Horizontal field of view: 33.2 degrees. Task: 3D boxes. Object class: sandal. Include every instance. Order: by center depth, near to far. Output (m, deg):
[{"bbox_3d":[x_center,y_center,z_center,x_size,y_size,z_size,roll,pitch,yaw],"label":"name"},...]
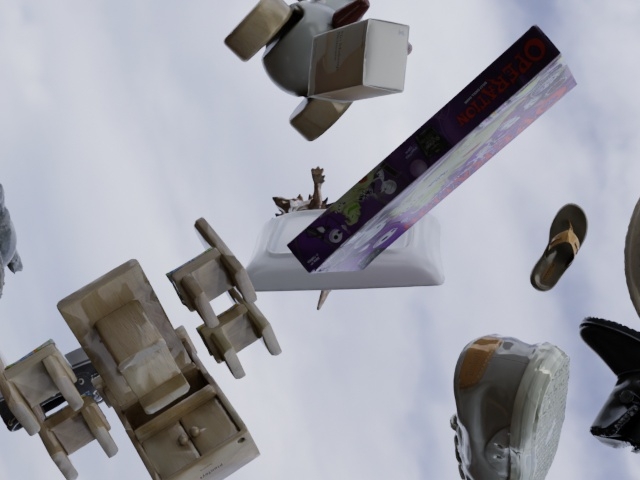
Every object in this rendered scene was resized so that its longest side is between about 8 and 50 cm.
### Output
[{"bbox_3d":[0.456,0.017,2.032,0.072,0.180,0.049,27,2,-2],"label":"sandal"}]

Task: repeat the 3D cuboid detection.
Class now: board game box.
[{"bbox_3d":[0.132,-0.089,1.200,0.056,0.347,0.208,50,14,8],"label":"board game box"}]

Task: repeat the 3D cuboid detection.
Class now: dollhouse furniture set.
[{"bbox_3d":[-0.163,0.103,0.967,0.161,0.212,0.242,48,-16,42],"label":"dollhouse furniture set"}]

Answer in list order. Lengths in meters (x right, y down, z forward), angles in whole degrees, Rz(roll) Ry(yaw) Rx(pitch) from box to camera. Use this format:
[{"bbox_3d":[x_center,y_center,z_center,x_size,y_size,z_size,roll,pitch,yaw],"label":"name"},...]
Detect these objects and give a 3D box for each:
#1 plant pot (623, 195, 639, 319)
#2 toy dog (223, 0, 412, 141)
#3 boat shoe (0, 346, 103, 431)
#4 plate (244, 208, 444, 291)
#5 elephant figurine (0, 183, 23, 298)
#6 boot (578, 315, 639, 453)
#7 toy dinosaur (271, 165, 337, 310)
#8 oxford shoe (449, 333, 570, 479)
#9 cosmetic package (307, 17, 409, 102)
[{"bbox_3d":[0.679,0.025,1.580,0.305,0.334,0.334,-2,-71,66],"label":"plant pot"},{"bbox_3d":[0.014,-0.267,1.269,0.161,0.220,0.333,-35,-145,28],"label":"toy dog"},{"bbox_3d":[-0.302,0.178,1.332,0.080,0.228,0.076,26,43,-79],"label":"boat shoe"},{"bbox_3d":[0.033,0.003,1.517,0.278,0.277,0.045,-75,161,-71],"label":"plate"},{"bbox_3d":[-0.473,0.037,1.306,0.169,0.186,0.239,119,-15,-44],"label":"elephant figurine"},{"bbox_3d":[0.538,0.264,1.958,0.246,0.207,0.094,21,-15,44],"label":"boot"},{"bbox_3d":[0.000,0.000,2.011,0.200,0.127,0.295,56,11,-64],"label":"toy dinosaur"},{"bbox_3d":[0.235,0.258,1.396,0.130,0.169,0.449,20,-32,21],"label":"oxford shoe"},{"bbox_3d":[0.031,-0.156,0.941,0.115,0.041,0.060,-178,-86,-66],"label":"cosmetic package"}]
